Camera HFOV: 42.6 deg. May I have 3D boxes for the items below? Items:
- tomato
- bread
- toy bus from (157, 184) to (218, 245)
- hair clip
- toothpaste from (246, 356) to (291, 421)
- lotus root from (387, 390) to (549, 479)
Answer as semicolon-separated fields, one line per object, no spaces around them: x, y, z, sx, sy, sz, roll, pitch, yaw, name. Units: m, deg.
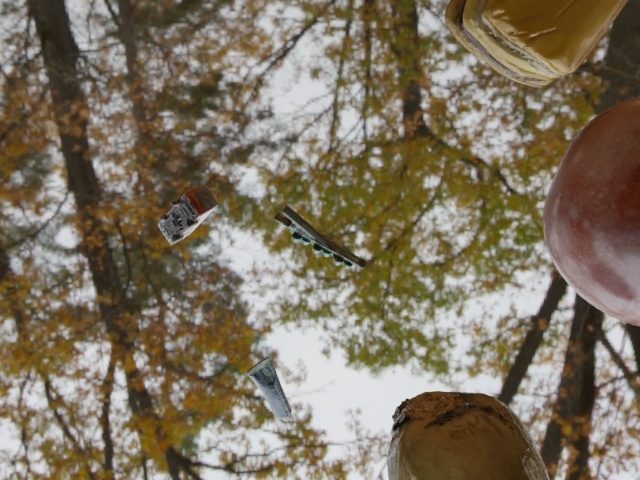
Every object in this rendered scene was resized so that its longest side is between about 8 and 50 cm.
0.397;-0.029;0.925;0.270;0.270;0.227;0;-172;-2;tomato
0.201;-0.229;0.677;0.116;0.200;0.077;33;-172;-11;bread
-0.275;-0.051;1.682;0.077;0.065;0.192;-34;180;-35;toy bus
0.000;0.000;1.385;0.173;0.049;0.049;34;-146;2;hair clip
-0.096;0.309;1.663;0.057;0.197;0.035;-33;-137;-14;toothpaste
0.190;0.319;0.963;0.183;0.310;0.183;-23;-166;6;lotus root
